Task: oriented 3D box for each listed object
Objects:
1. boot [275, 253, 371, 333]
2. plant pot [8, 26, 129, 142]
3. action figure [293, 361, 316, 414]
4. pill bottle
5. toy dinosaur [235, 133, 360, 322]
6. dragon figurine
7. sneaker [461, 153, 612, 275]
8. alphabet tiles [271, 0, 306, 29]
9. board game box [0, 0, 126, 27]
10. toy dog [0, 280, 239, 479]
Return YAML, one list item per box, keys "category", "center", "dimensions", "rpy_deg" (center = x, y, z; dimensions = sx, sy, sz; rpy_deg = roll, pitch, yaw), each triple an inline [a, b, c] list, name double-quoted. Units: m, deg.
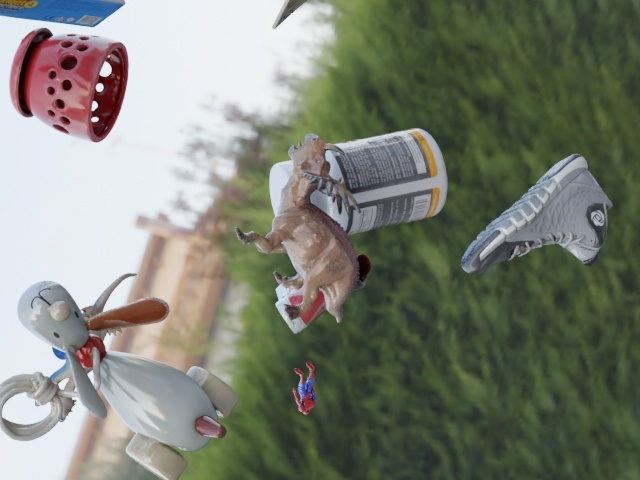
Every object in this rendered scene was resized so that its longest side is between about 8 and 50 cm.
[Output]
- category: "boot"
  center: [0.012, 0.081, 2.196]
  dimensions: [0.176, 0.088, 0.244]
  rpy_deg: [-34, 5, 1]
- category: "plant pot"
  center: [-0.461, -0.287, 2.245]
  dimensions: [0.191, 0.174, 0.191]
  rpy_deg: [13, -90, -82]
- category: "action figure"
  center: [-0.026, 0.252, 2.064]
  dimensions: [0.038, 0.030, 0.115]
  rpy_deg: [-29, -43, -29]
- category: "pill bottle"
  center: [0.064, -0.093, 2.116]
  dimensions: [0.162, 0.278, 0.162]
  rpy_deg: [168, 90, -71]
- category: "toy dinosaur"
  center: [0.000, 0.000, 1.939]
  dimensions: [0.296, 0.200, 0.127]
  rpy_deg: [59, -173, -13]
- category: "dragon figurine"
  center: [-0.432, 0.182, 2.230]
  dimensions: [0.144, 0.085, 0.289]
  rpy_deg: [-25, 44, 54]
- category: "sneaker"
  center: [0.304, -0.001, 1.637]
  dimensions: [0.228, 0.132, 0.086]
  rpy_deg: [-41, 3, -13]
- category: "alphabet tiles"
  center: [0.025, -0.402, 1.693]
  dimensions: [0.198, 0.009, 0.237]
  rpy_deg: [-46, -1, -24]
- category: "board game box"
  center: [-0.475, -0.492, 1.888]
  dimensions: [0.308, 0.086, 0.302]
  rpy_deg: [-6, -107, -55]
- category: "toy dog"
  center: [-0.240, 0.186, 1.601]
  dimensions: [0.161, 0.333, 0.220]
  rpy_deg: [-8, 64, 58]
